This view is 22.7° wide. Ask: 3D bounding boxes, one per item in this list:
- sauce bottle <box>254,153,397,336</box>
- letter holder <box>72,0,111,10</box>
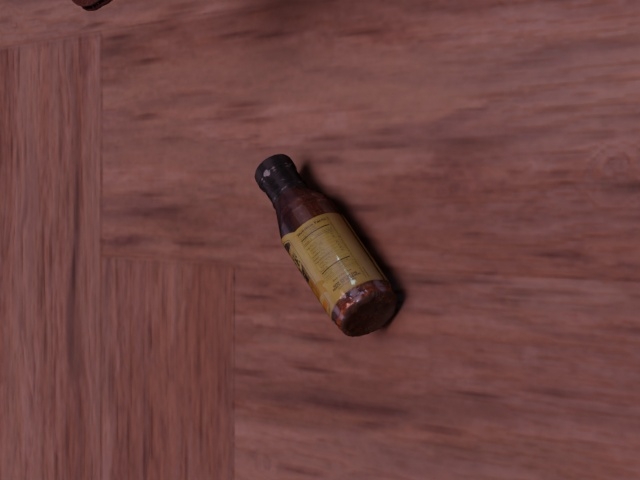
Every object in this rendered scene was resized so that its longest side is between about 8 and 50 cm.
[{"bbox_3d":[0.000,0.000,0.948,0.128,0.042,0.042,57,131,36],"label":"sauce bottle"},{"bbox_3d":[-0.032,-0.278,0.900,0.302,0.152,0.214,-35,66,46],"label":"letter holder"}]
